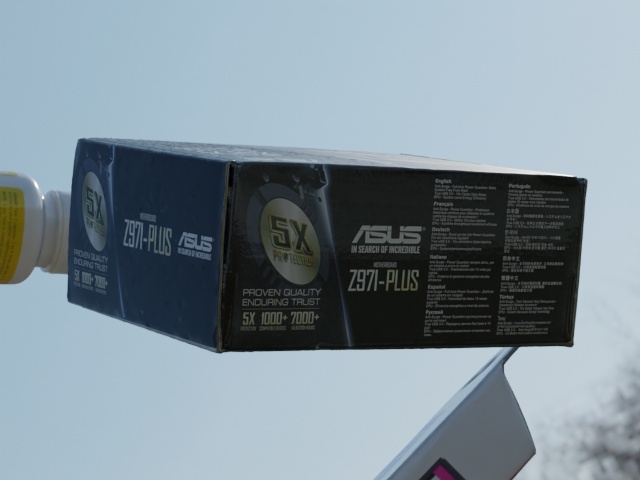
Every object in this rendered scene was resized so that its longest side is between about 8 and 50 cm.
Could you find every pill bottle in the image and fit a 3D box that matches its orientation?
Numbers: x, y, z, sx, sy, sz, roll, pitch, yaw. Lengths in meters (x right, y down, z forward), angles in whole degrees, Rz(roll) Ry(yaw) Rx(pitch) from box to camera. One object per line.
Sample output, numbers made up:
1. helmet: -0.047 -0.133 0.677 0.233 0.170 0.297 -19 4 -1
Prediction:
1. pill bottle: -0.192 -0.008 1.002 0.116 0.065 0.065 5 -31 -24

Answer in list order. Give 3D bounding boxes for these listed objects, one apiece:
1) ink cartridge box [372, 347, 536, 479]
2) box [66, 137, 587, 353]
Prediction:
1. ink cartridge box: 0.026 0.201 1.150 0.371 0.069 0.176 -46 -4 -23
2. box: 0.000 0.000 0.793 0.180 0.078 0.147 1 6 -31
